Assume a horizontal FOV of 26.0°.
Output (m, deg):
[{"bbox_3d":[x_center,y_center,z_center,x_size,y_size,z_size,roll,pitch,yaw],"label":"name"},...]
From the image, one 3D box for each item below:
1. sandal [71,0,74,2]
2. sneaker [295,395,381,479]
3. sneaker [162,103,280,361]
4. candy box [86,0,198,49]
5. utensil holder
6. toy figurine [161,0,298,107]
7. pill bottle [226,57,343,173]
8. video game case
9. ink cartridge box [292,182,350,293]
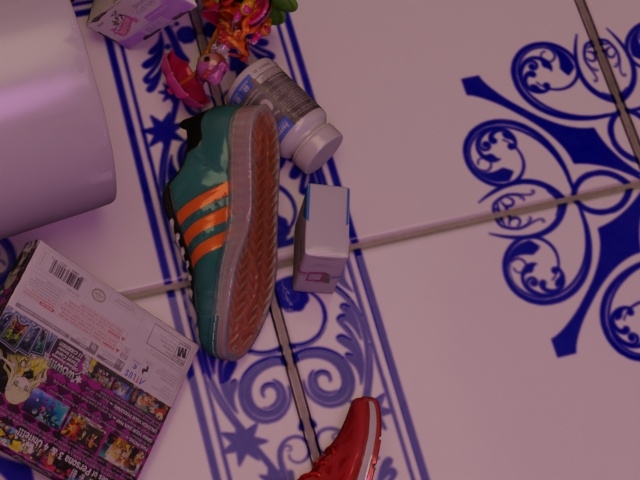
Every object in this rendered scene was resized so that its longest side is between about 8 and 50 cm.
[{"bbox_3d":[-0.454,-0.336,1.594,0.445,0.167,0.107,-5,71,-40],"label":"sandal"},{"bbox_3d":[-0.012,0.263,1.510,0.128,0.087,0.221,15,66,-1],"label":"sneaker"},{"bbox_3d":[-0.122,-0.009,1.611,0.121,0.108,0.302,-1,75,24],"label":"sneaker"},{"bbox_3d":[-0.197,-0.353,1.700,0.070,0.165,0.196,27,63,-30],"label":"candy box"},{"bbox_3d":[-0.448,-0.128,1.503,0.385,0.327,0.328,-16,70,-15],"label":"utensil holder"},{"bbox_3d":[-0.121,-0.234,1.680,0.130,0.173,0.159,35,77,-35],"label":"toy figurine"},{"bbox_3d":[-0.042,-0.149,1.680,0.078,0.078,0.137,-41,76,-19],"label":"pill bottle"},{"bbox_3d":[-0.265,0.147,1.491,0.232,0.042,0.210,36,64,-28],"label":"video game case"},{"bbox_3d":[0.000,0.000,1.600,0.052,0.122,0.089,5,68,-8],"label":"ink cartridge box"}]
